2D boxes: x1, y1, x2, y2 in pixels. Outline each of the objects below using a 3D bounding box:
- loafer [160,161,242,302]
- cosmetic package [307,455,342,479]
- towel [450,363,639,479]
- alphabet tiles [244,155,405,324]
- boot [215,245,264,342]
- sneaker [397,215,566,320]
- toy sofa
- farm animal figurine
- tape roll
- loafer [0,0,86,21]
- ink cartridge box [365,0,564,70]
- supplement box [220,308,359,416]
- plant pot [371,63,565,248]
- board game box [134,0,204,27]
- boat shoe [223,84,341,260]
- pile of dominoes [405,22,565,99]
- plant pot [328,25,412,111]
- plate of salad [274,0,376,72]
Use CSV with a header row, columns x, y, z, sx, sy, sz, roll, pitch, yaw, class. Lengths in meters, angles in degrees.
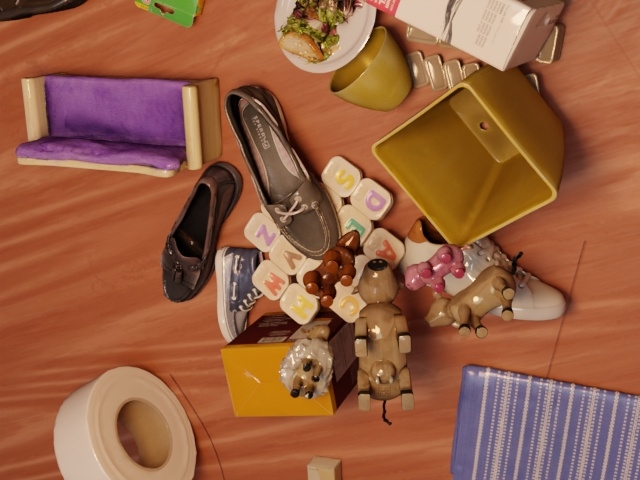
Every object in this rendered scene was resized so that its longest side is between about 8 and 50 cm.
x,y,z,sx,sy,sz,roll,pitch,yaw,class
-0.242,-0.007,1.724,0.109,0.095,0.303,30,115,11,loafer
0.010,0.484,1.806,0.060,0.041,0.115,2,107,22,cosmetic package
0.400,0.353,1.620,0.335,0.040,0.243,9,108,17,towel
0.000,0.000,1.620,0.278,0.021,0.284,39,103,21,alphabet tiles
-0.144,0.105,1.734,0.086,0.069,0.190,0,105,25,boot
0.272,0.041,1.528,0.290,0.106,0.123,19,115,17,sneaker
-0.371,-0.217,1.667,0.362,0.177,0.150,6,109,21,toy sofa
0.123,0.122,1.467,0.330,0.172,0.327,13,110,-3,farm animal figurine
-0.374,0.394,1.798,0.100,0.286,0.286,-30,93,26,tape roll
-0.526,-0.456,1.706,0.220,0.080,0.078,-5,105,23,loafer
0.215,-0.351,1.363,0.237,0.172,0.100,32,119,18,ink cartridge box
-0.043,0.215,1.658,0.191,0.194,0.129,-5,104,23,supplement box
0.247,-0.151,1.407,0.212,0.187,0.212,49,137,-8,plant pot
-0.238,-0.512,1.600,0.124,0.039,0.260,25,111,14,board game box
-0.076,-0.113,1.587,0.112,0.095,0.335,-30,80,25,boat shoe
0.256,-0.322,1.475,0.251,0.040,0.196,16,112,25,pile of dominoes
0.093,-0.265,1.505,0.095,0.134,0.134,37,120,-24,plant pot
0.000,-0.376,1.516,0.199,0.048,0.200,0,90,33,plate of salad
